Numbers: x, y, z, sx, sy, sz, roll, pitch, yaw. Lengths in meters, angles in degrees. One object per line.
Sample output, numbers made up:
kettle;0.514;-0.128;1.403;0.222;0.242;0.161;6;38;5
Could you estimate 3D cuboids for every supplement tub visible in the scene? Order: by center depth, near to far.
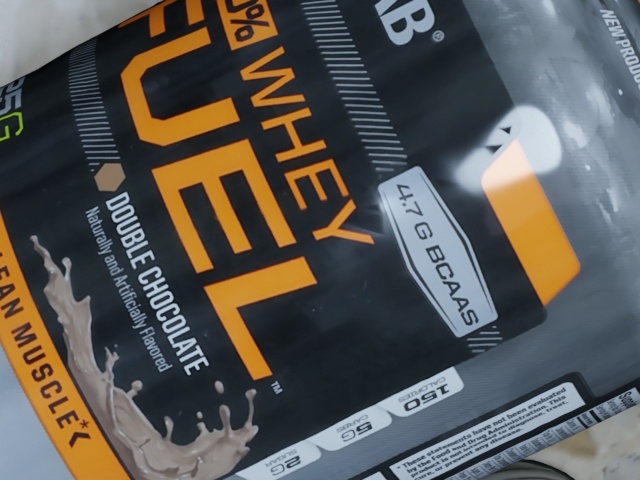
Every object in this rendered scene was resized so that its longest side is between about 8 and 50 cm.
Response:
supplement tub;0.000;0.000;0.691;0.338;0.207;0.207;-27;103;7

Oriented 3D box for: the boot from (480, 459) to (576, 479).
boot;0.000;0.223;0.714;0.377;0.284;0.138;-25;101;-13
